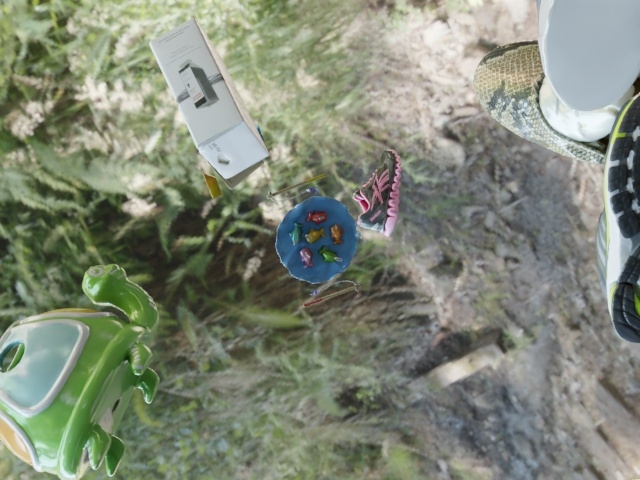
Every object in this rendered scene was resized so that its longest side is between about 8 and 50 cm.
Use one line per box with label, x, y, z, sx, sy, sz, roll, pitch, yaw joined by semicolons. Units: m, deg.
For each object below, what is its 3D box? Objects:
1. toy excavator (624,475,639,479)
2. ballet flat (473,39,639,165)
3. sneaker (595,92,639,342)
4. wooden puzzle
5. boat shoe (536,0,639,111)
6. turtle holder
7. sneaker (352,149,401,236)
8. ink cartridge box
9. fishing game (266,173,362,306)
toy excavator;0.513;0.344;0.743;0.445;0.222;0.433;-52;48;35
ballet flat;0.454;-0.162;1.141;0.482;0.164;0.182;24;-176;-1
sneaker;0.376;-0.033;0.988;0.121;0.111;0.300;-95;3;-70
wooden puzzle;-0.130;-0.120;1.237;0.014;0.116;0.079;50;172;51
boat shoe;0.297;-0.327;0.916;0.158;0.127;0.341;-79;-19;-51
turtle holder;-0.379;0.196;1.269;0.227;0.320;0.243;22;180;3
sneaker;0.070;-0.064;1.021;0.047;0.057;0.119;99;178;-63
ink cartridge box;-0.114;-0.146;0.856;0.135;0.056;0.099;63;-176;18
fishing game;0.000;0.000;1.716;0.041;0.189;0.264;-167;61;-69
